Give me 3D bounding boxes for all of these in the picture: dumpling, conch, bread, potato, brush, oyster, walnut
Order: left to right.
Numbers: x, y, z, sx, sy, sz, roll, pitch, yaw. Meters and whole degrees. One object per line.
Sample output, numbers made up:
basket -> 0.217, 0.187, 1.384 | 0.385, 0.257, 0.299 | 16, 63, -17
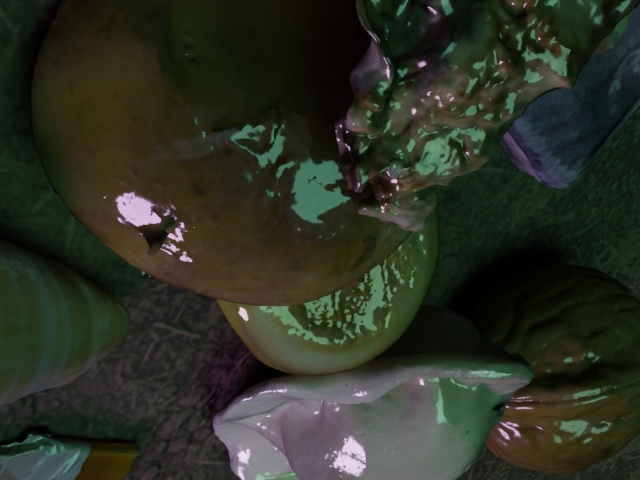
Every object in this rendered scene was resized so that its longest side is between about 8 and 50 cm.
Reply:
brush -> -0.291, 0.182, 0.804 | 0.337, 0.020, 0.085 | 16, 113, -46
conch -> -0.226, 0.068, 0.676 | 0.255, 0.127, 0.158 | 11, 116, -45
potato -> -0.032, -0.063, 0.654 | 0.299, 0.116, 0.239 | 23, 95, -26
bread -> 0.000, 0.000, 0.803 | 0.213, 0.105, 0.213 | -7, 109, -22
dumpling -> 0.034, 0.144, 0.933 | 0.243, 0.187, 0.318 | 16, 139, -22
oyster -> 0.120, -0.159, 0.560 | 0.201, 0.107, 0.354 | -11, 129, -48
walnut -> 0.246, 0.135, 1.067 | 0.228, 0.228, 0.228 | -22, 136, -23

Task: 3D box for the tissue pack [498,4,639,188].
tissue pack -> 0.171, -0.246, 0.728 | 0.288, 0.124, 0.394 | -45, 140, 3
